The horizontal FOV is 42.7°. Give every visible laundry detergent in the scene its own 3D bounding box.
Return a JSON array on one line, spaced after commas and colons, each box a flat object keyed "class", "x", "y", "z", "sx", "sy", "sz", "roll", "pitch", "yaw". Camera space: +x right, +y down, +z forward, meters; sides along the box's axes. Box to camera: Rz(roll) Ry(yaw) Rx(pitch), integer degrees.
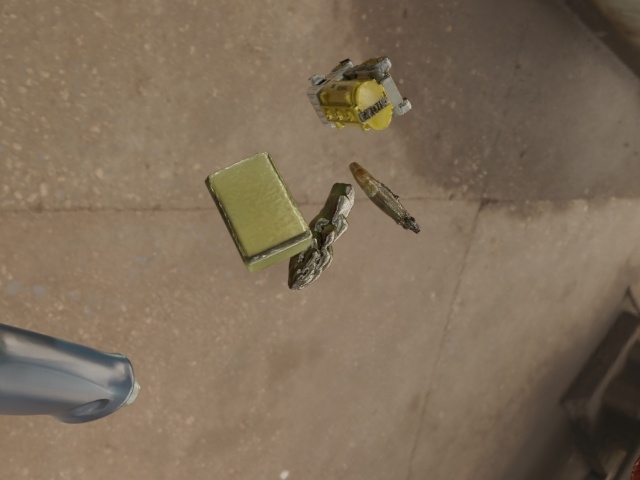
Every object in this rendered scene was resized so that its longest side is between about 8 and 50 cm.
[{"class": "laundry detergent", "x": -0.233, "y": 0.118, "z": 0.704, "sx": 0.096, "sy": 0.061, "sz": 0.206, "roll": -33, "pitch": 151, "yaw": 19}]

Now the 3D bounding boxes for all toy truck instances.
[{"class": "toy truck", "x": 0.056, "y": -0.238, "z": 1.361, "sx": 0.114, "sy": 0.227, "sz": 0.098, "roll": -35, "pitch": 111, "yaw": -13}]

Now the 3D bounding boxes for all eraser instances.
[{"class": "eraser", "x": -0.099, "y": -0.045, "z": 1.305, "sx": 0.117, "sy": 0.172, "sz": 0.058, "roll": -24, "pitch": 158, "yaw": -10}]

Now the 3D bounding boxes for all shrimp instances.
[{"class": "shrimp", "x": 0.148, "y": -0.097, "z": 1.836, "sx": 0.051, "sy": 0.217, "sz": 0.150, "roll": -45, "pitch": 174, "yaw": 11}]

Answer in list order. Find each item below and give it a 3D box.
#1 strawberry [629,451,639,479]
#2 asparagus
[{"class": "strawberry", "x": 0.588, "y": 0.343, "z": 1.253, "sx": 0.205, "sy": 0.205, "sz": 0.245, "roll": 6, "pitch": 98, "yaw": -48}, {"class": "asparagus", "x": 0.000, "y": 0.000, "z": 1.528, "sx": 0.287, "sy": 0.080, "sz": 0.080, "roll": -61, "pitch": 148, "yaw": -46}]
